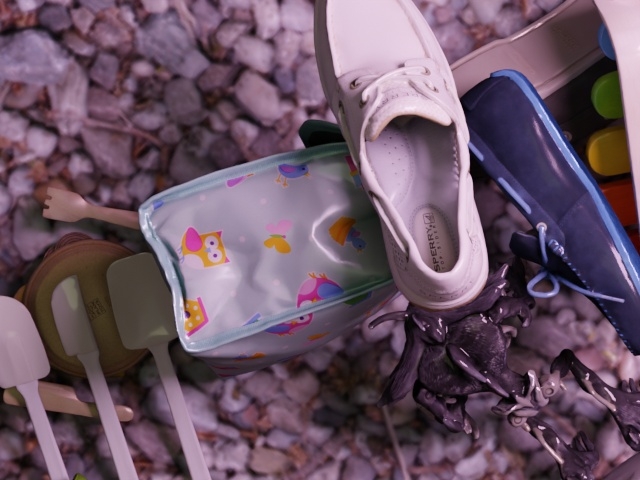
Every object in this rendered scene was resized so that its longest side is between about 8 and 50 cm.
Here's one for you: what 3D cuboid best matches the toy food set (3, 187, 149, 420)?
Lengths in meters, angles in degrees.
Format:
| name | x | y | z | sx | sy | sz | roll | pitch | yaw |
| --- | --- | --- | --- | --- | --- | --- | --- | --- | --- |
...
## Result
| name | x | y | z | sx | sy | sz | roll | pitch | yaw |
| --- | --- | --- | --- | --- | --- | --- | --- | --- | --- |
| toy food set | -0.206 | 0.059 | 1.490 | 0.132 | 0.038 | 0.192 | 13 | 88 | -11 |

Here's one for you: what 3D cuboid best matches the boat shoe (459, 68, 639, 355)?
| name | x | y | z | sx | sy | sz | roll | pitch | yaw |
| --- | --- | --- | --- | --- | --- | --- | --- | --- | --- |
| boat shoe | 0.191 | -0.014 | 1.369 | 0.089 | 0.109 | 0.258 | -32 | 76 | 12 |

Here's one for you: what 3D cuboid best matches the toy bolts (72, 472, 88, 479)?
| name | x | y | z | sx | sy | sz | roll | pitch | yaw |
| --- | --- | --- | --- | --- | --- | --- | --- | --- | --- |
| toy bolts | -0.211 | 0.352 | 1.421 | 0.158 | 0.218 | 0.228 | 33 | 108 | -6 |

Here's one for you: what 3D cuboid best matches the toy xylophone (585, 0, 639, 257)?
| name | x | y | z | sx | sy | sz | roll | pitch | yaw |
| --- | --- | --- | --- | --- | --- | --- | --- | --- | --- |
| toy xylophone | 0.334 | -0.077 | 1.404 | 0.236 | 0.081 | 0.322 | -6 | 117 | -5 |

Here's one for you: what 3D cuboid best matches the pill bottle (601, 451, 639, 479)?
| name | x | y | z | sx | sy | sz | roll | pitch | yaw |
| --- | --- | --- | --- | --- | --- | --- | --- | --- | --- |
| pill bottle | 0.345 | 0.340 | 1.419 | 0.318 | 0.176 | 0.176 | 42 | 90 | 0 |

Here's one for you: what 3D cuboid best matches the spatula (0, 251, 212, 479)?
| name | x | y | z | sx | sy | sz | roll | pitch | yaw |
| --- | --- | --- | --- | --- | --- | --- | --- | --- | --- |
| spatula | -0.185 | 0.138 | 1.458 | 0.168 | 0.019 | 0.242 | -17 | 109 | -4 |

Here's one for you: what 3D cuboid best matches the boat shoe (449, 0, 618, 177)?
| name | x | y | z | sx | sy | sz | roll | pitch | yaw |
| --- | --- | --- | --- | --- | --- | --- | --- | --- | --- |
| boat shoe | 0.247 | -0.160 | 1.471 | 0.335 | 0.095 | 0.112 | -26 | 55 | -3 |

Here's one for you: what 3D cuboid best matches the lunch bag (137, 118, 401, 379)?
| name | x | y | z | sx | sy | sz | roll | pitch | yaw |
| --- | --- | --- | --- | --- | --- | --- | --- | --- | --- |
| lunch bag | 0.000 | 0.000 | 1.393 | 0.262 | 0.223 | 0.160 | -22 | 80 | 0 |

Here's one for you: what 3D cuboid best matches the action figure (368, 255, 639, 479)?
| name | x | y | z | sx | sy | sz | roll | pitch | yaw |
| --- | --- | --- | --- | --- | --- | --- | --- | --- | --- |
| action figure | 0.147 | 0.104 | 1.429 | 0.276 | 0.141 | 0.164 | 36 | 100 | -24 |

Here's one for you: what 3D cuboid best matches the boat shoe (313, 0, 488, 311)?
| name | x | y | z | sx | sy | sz | roll | pitch | yaw |
| --- | --- | --- | --- | --- | --- | --- | --- | --- | --- |
| boat shoe | 0.064 | -0.088 | 1.246 | 0.098 | 0.096 | 0.277 | -19 | 76 | -1 |
